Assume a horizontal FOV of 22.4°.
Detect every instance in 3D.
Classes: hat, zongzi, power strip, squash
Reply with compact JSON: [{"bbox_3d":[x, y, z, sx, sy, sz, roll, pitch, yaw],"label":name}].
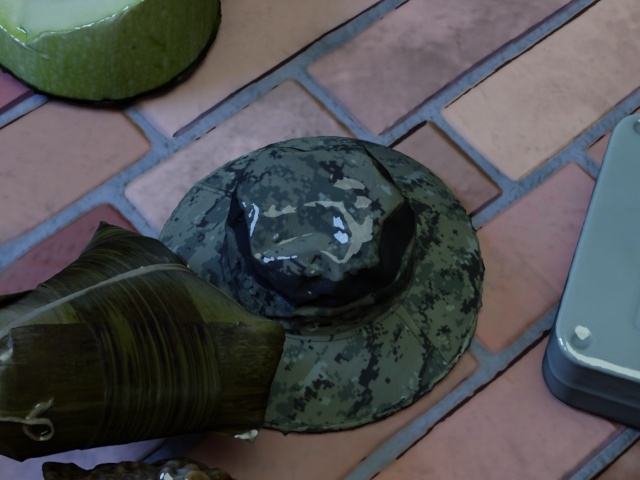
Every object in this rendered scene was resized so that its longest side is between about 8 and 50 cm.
[{"bbox_3d":[0.000,0.000,1.168,0.266,0.128,0.265,1,60,-1],"label":"hat"},{"bbox_3d":[-0.184,0.051,1.071,0.248,0.111,0.241,-2,26,-40],"label":"zongzi"},{"bbox_3d":[0.315,0.032,1.179,0.261,0.141,0.229,18,60,7],"label":"power strip"},{"bbox_3d":[-0.185,-0.222,1.282,0.220,0.133,0.220,0,61,0],"label":"squash"}]

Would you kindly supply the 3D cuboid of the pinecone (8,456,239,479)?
[{"bbox_3d":[-0.114,0.229,0.984,0.229,0.202,0.201,15,82,-7],"label":"pinecone"}]
